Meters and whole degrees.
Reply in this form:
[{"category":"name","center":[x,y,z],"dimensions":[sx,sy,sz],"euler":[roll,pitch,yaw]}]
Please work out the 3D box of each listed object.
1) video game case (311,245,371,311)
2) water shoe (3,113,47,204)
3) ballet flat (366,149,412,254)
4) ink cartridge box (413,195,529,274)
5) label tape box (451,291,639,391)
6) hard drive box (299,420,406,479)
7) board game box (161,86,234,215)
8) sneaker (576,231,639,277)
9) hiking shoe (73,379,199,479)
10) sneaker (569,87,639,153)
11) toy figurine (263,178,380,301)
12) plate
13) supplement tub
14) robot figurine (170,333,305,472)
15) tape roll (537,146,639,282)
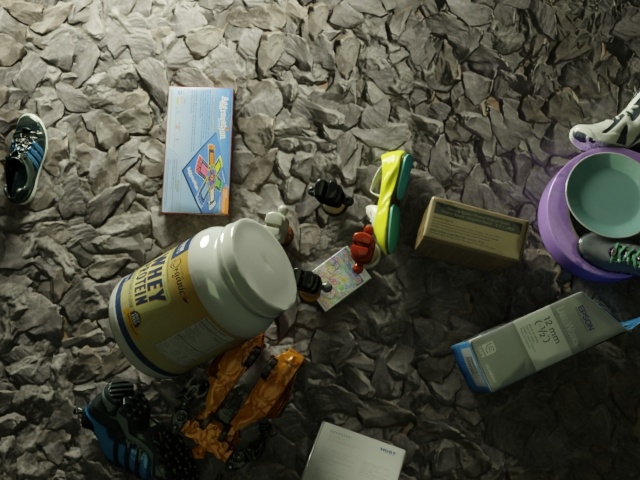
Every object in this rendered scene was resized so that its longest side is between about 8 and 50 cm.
[{"category":"video game case","center":[0.034,0.081,1.914],"dimensions":[0.122,0.011,0.087],"euler":[-36,81,-5]},{"category":"water shoe","center":[-0.631,-0.179,1.932],"dimensions":[0.073,0.080,0.203],"euler":[2,80,1]},{"category":"ballet flat","center":[0.138,-0.082,1.918],"dimensions":[0.077,0.077,0.231],"euler":[7,77,23]},{"category":"ink cartridge box","center":[0.295,-0.005,1.812],"dimensions":[0.193,0.235,0.088],"euler":[14,82,2]},{"category":"label tape box","center":[0.446,0.181,1.771],"dimensions":[0.347,0.249,0.115],"euler":[-25,81,-3]},{"category":"hard drive box","center":[0.050,0.480,1.734],"dimensions":[0.181,0.089,0.232],"euler":[19,36,7]},{"category":"board game box","center":[-0.263,-0.194,1.957],"dimensions":[0.145,0.027,0.281],"euler":[2,80,2]},{"category":"sneaker","center":[0.622,0.031,1.781],"dimensions":[0.223,0.098,0.083],"euler":[18,81,3]},{"category":"hiking shoe","center":[-0.360,0.427,1.830],"dimensions":[0.132,0.113,0.304],"euler":[-37,88,25]},{"category":"sneaker","center":[0.647,-0.262,1.925],"dimensions":[0.235,0.094,0.153],"euler":[5,79,1]},{"category":"toy figurine","center":[0.000,0.000,1.860],"dimensions":[0.209,0.148,0.213],"euler":[-33,76,2]},{"category":"plate","center":[0.587,-0.089,1.830],"dimensions":[0.188,0.024,0.188],"euler":[0,70,0]},{"category":"supplement tub","center":[-0.226,0.111,1.751],"dimensions":[0.316,0.228,0.228],"euler":[-29,80,24]},{"category":"robot figurine","center":[-0.167,0.321,1.839],"dimensions":[0.211,0.085,0.291],"euler":[35,82,6]},{"category":"tape roll","center":[0.601,-0.052,1.891],"dimensions":[0.274,0.090,0.275],"euler":[0,79,1]}]
